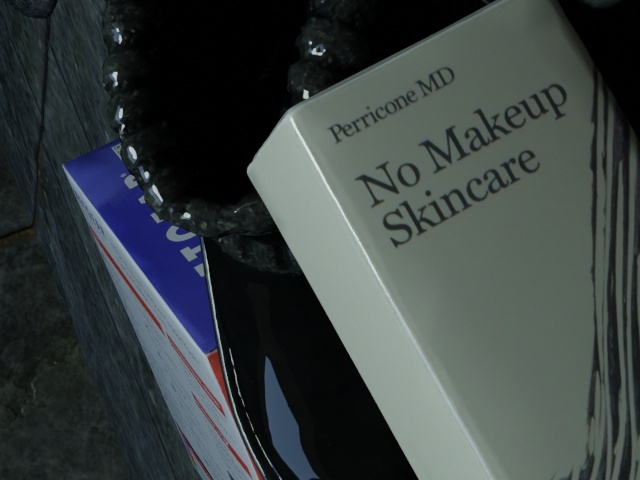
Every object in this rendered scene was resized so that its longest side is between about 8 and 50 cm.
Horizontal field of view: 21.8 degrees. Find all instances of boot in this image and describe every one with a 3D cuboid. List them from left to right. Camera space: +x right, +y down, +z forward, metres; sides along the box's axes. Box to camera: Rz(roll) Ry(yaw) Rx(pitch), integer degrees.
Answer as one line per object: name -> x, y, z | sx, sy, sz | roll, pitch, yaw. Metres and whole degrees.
boot -> -0.004, 0.000, 0.762 | 0.260, 0.131, 0.348 | 130, 120, -87

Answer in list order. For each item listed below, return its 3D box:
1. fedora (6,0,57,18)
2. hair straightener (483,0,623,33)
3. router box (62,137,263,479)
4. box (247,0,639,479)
fedora -> -0.158, -0.293, 0.972 | 0.334, 0.152, 0.334 | 160, 90, -74
hair straightener -> 0.093, -0.122, 0.567 | 0.230, 0.047, 0.089 | 137, 113, -78
router box -> -0.052, 0.109, 1.178 | 0.335, 0.082, 0.301 | 45, 158, 57
box -> 0.090, 0.058, 0.586 | 0.275, 0.113, 0.094 | 59, 167, 2
